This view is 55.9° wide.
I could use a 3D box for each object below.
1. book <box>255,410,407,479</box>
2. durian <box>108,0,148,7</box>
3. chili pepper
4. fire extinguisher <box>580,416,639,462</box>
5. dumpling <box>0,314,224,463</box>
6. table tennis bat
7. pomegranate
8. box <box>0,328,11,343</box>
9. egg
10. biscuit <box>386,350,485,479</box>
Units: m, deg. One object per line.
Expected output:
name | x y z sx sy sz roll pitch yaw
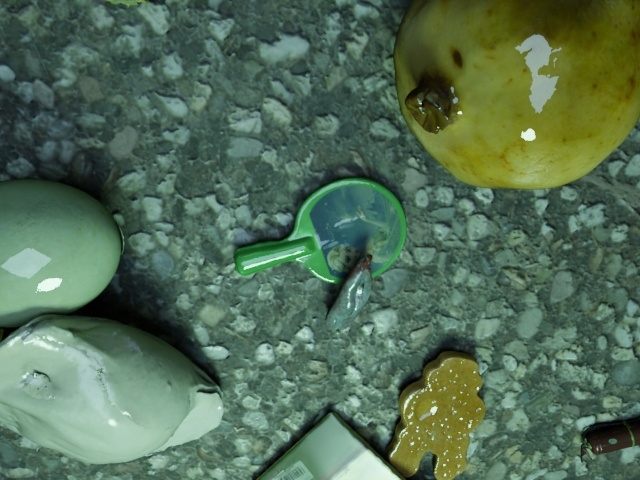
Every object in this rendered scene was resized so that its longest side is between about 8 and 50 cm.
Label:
book | 0.052 0.439 0.994 0.201 0.026 0.289 -44 93 9
durian | -0.246 -0.347 0.681 0.252 0.139 0.144 27 100 -12
chili pepper | 0.044 0.086 0.885 0.041 0.050 0.153 41 126 18
fire extinguisher | 0.498 0.335 1.021 0.132 0.039 0.056 -13 76 1
dumpling | -0.315 0.227 0.834 0.260 0.341 0.181 -33 71 14
table tennis bat | 0.000 0.000 0.871 0.257 0.039 0.160 -15 111 -1
pomegranate | 0.237 -0.205 0.706 0.307 0.307 0.307 -1 109 -4
box | -0.453 0.170 0.829 0.121 0.030 0.193 -5 154 -3
egg | -0.377 0.016 0.765 0.253 0.186 0.186 -9 109 3
biscuit | 0.193 0.287 0.982 0.144 0.040 0.236 8 106 -15
